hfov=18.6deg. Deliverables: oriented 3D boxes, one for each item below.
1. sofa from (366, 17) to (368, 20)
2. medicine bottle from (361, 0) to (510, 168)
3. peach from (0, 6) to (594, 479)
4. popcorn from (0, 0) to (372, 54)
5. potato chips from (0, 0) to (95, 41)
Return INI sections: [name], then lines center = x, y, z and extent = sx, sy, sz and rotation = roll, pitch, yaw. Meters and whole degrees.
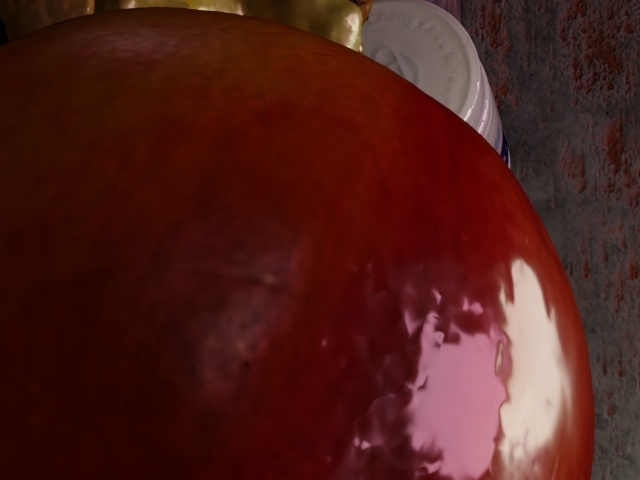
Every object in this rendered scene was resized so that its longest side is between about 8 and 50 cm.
[sofa]
center = -0.056, -0.282, 1.428
extent = 0.182, 0.200, 0.258
rotation = -11, 99, -68
[medicine bottle]
center = 0.101, -0.126, 2.152
extent = 0.332, 0.190, 0.190
rotation = 54, 35, -70
[peach]
center = -0.066, 0.107, 0.817
extent = 0.388, 0.388, 0.388
rotation = -3, 90, -79
[popcorn]
center = -0.082, -0.160, 1.183
extent = 0.215, 0.252, 0.286
rotation = -43, -151, 47
[potato chips]
center = -0.169, -0.278, 1.061
extent = 0.080, 0.057, 0.407
rotation = 108, -25, -76
